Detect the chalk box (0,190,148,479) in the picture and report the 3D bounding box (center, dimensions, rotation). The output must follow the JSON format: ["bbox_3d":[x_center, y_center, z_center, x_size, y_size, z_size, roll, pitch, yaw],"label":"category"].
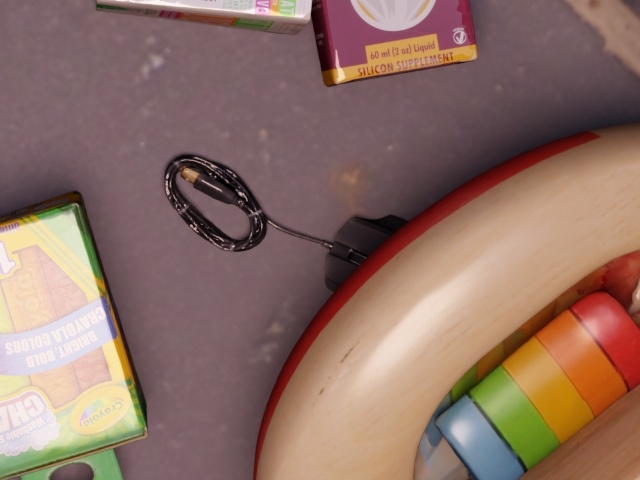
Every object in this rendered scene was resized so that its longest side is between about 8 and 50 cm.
[{"bbox_3d":[-0.195,0.088,1.347,0.132,0.132,0.213,-18,95,-5],"label":"chalk box"}]

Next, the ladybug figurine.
[{"bbox_3d":[0.129,0.079,1.340,0.449,0.162,0.305,-35,129,-5],"label":"ladybug figurine"}]

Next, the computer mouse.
[{"bbox_3d":[0.000,0.000,1.410,0.242,0.041,0.071,21,92,-7],"label":"computer mouse"}]

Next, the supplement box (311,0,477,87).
[{"bbox_3d":[0.040,-0.209,1.380,0.104,0.081,0.188,-11,95,-5],"label":"supplement box"}]

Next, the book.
[{"bbox_3d":[-0.082,-0.168,1.361,0.144,0.096,0.035,5,93,-6],"label":"book"}]
